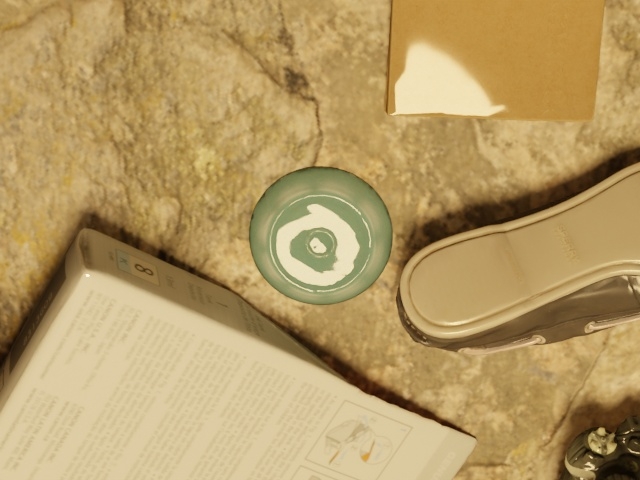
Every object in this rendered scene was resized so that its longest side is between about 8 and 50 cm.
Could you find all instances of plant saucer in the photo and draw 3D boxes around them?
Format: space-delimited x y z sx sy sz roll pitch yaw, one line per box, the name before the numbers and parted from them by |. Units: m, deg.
plant saucer | 0.000 0.000 0.920 0.119 0.021 0.119 0 107 1

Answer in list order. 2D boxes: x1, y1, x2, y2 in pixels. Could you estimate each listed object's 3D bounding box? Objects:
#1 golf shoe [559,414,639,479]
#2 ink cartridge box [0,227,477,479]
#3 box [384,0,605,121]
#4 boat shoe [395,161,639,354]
golf shoe | 0.328 0.207 0.947 0.273 0.105 0.120 1 137 -7
ink cartridge box | -0.105 0.202 0.970 0.385 0.091 0.308 26 106 -24
box | 0.136 -0.193 0.860 0.165 0.021 0.201 2 107 1
boat shoe | 0.223 0.014 0.894 0.335 0.095 0.112 -14 70 2
